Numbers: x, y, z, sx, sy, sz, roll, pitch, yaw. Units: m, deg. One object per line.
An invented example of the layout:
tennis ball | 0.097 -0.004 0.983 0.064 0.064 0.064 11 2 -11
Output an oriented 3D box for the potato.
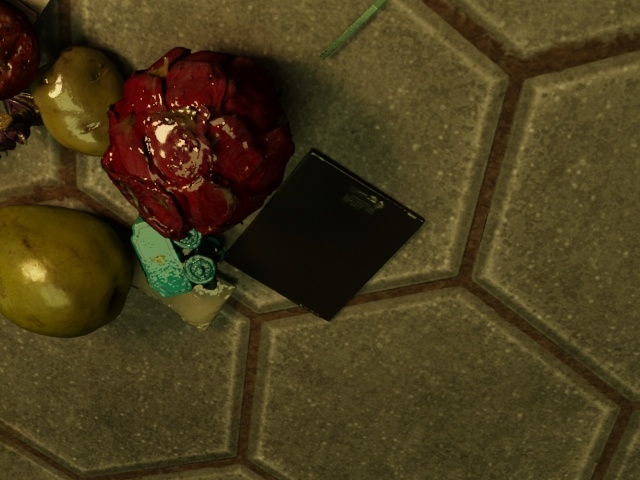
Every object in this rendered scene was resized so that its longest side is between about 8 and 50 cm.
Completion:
potato | -0.409 -0.238 1.906 0.155 0.137 0.200 -20 120 25

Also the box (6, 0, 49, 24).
box | -0.487 -0.448 1.826 0.109 0.029 0.198 37 127 -17

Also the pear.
pear | -0.517 0.054 2.102 0.307 0.253 0.252 26 130 5

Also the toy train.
toy train | -0.271 0.014 2.080 0.155 0.107 0.197 -13 115 13

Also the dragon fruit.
dragon fruit | -0.207 -0.161 1.812 0.329 0.329 0.329 6 129 8

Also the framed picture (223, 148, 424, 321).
framed picture | 0.000 0.000 2.084 0.255 0.014 0.338 31 129 -13

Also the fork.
fork | 0.076 -0.370 1.766 0.039 0.021 0.235 42 127 -15

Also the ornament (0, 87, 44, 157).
ornament | -0.548 -0.190 1.943 0.081 0.203 0.088 -7 124 8

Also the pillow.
pillow | -0.294 0.082 2.196 0.230 0.050 0.148 31 121 -13

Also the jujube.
jujube | -0.580 -0.327 1.835 0.243 0.183 0.183 16 136 36
